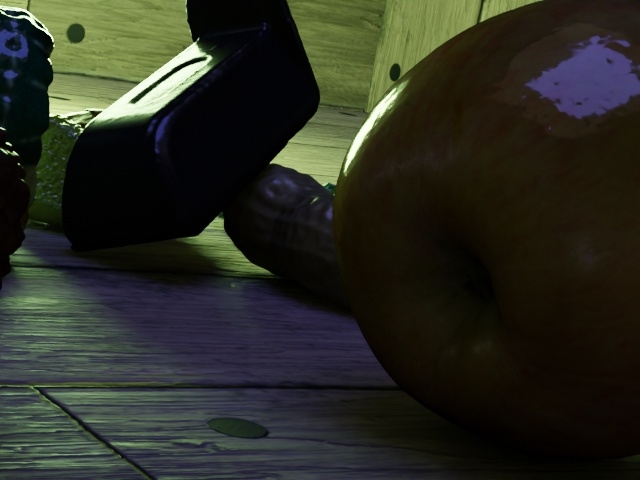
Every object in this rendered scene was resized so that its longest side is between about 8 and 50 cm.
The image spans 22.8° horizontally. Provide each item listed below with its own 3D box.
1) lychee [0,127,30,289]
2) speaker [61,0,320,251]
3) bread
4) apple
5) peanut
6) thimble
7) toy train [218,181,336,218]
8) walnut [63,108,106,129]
[{"bbox_3d":[-0.334,-0.007,1.000,0.304,0.275,0.276,-12,6,9],"label":"lychee"},{"bbox_3d":[-0.153,-0.157,1.807,0.180,0.184,0.388,-8,26,31],"label":"speaker"},{"bbox_3d":[-0.296,-0.074,1.870,0.114,0.129,0.111,23,-6,17],"label":"bread"},{"bbox_3d":[0.199,-0.007,1.280,0.347,0.391,0.391,-17,26,-41],"label":"apple"},{"bbox_3d":[0.000,0.000,1.765,0.136,0.120,0.298,23,4,-39],"label":"peanut"},{"bbox_3d":[-0.381,-0.125,1.661,0.167,0.254,0.288,8,8,-18],"label":"thimble"},{"bbox_3d":[-0.060,-0.046,2.077,0.149,0.081,0.099,12,10,5],"label":"toy train"},{"bbox_3d":[-0.249,-0.094,1.979,0.245,0.137,0.137,22,13,18],"label":"walnut"}]
